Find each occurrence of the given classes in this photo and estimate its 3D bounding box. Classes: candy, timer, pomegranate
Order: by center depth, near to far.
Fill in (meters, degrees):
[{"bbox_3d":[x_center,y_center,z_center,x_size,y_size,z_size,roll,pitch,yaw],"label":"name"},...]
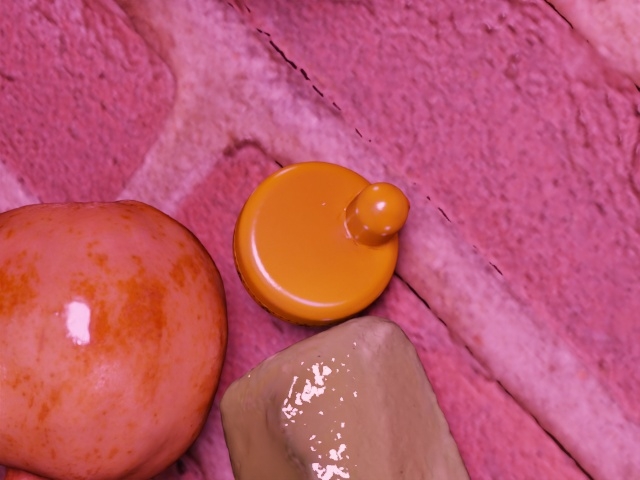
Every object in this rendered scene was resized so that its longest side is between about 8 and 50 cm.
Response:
[{"bbox_3d":[0.047,0.223,1.157,0.343,0.132,0.142,69,158,11],"label":"candy"},{"bbox_3d":[0.000,0.000,1.174,0.107,0.109,0.107,3,75,-12],"label":"timer"},{"bbox_3d":[-0.157,0.068,1.213,0.207,0.207,0.207,1,92,27],"label":"pomegranate"}]
